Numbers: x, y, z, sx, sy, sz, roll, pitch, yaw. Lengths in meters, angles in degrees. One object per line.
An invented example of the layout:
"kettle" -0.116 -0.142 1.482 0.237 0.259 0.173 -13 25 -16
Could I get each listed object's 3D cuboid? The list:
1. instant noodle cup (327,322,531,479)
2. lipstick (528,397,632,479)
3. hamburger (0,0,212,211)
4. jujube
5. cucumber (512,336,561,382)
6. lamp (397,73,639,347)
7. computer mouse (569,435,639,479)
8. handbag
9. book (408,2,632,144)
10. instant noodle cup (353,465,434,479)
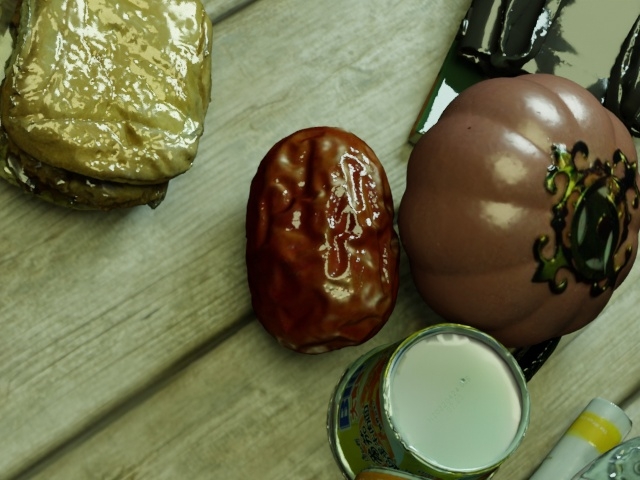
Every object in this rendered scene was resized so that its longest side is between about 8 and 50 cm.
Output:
"instant noodle cup" 0.124 0.180 1.290 0.205 0.153 0.205 5 67 -12
"lipstick" 0.248 0.285 1.328 0.059 0.059 0.264 43 66 5
"hamburger" -0.250 -0.172 1.339 0.259 0.144 0.283 23 62 -23
"jujube" 0.000 0.000 1.321 0.174 0.174 0.251 3 71 -12
"cucumber" 0.248 0.133 1.401 0.135 0.033 0.034 -41 120 -23
"lamp" 0.210 -0.035 1.336 0.305 0.239 0.305 -8 104 -36
"computer mouse" 0.282 0.320 1.259 0.389 0.199 0.115 -39 47 -9
"handbag" 0.331 -0.278 1.503 0.285 0.113 0.257 25 71 -1
"book" 0.295 -0.218 1.547 0.260 0.043 0.371 26 64 0
"instant noodle cup" 0.083 0.332 1.179 0.215 0.216 0.172 24 70 -3
